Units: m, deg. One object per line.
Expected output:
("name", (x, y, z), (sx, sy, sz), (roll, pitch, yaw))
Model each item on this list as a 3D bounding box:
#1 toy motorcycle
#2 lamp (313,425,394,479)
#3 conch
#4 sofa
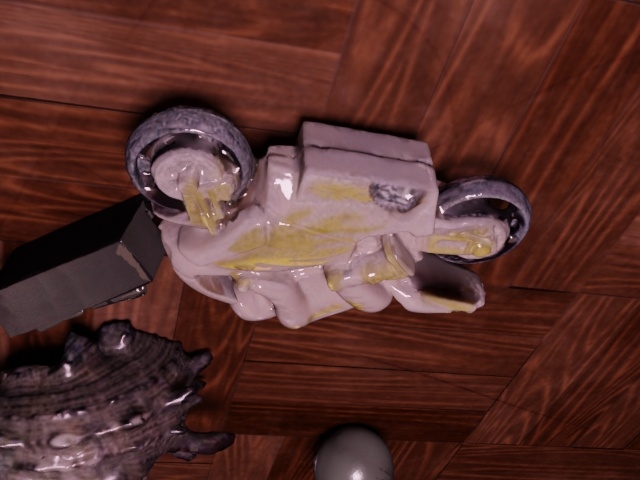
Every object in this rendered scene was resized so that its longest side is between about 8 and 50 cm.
("toy motorcycle", (0.000, 0.000, 0.677), (0.341, 0.107, 0.223), (9, 136, -15))
("lamp", (0.042, 0.288, 1.009), (0.105, 0.105, 0.105), (-4, 138, -3))
("conch", (-0.252, 0.205, 0.833), (0.313, 0.186, 0.240), (-19, 168, -13))
("sofa", (-0.204, 0.025, 0.688), (0.147, 0.085, 0.060), (-22, 119, 15))
